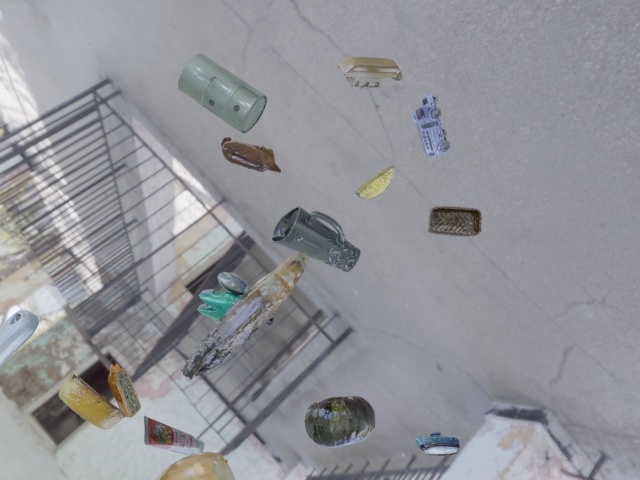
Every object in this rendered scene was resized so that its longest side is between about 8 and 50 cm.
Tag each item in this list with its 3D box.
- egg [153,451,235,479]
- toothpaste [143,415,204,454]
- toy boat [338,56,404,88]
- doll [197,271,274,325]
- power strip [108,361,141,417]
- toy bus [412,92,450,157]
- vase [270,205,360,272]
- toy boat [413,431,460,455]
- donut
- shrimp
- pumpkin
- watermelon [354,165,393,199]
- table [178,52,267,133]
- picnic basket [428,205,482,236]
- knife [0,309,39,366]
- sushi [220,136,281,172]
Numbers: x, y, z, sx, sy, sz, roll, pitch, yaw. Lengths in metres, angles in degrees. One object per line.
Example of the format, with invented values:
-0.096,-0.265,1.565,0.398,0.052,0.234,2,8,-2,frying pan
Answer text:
-0.292,0.588,1.180,0.201,0.244,0.201,56,161,30,egg
-0.441,0.591,1.595,0.234,0.057,0.089,43,-160,-45,toothpaste
0.143,-0.465,1.498,0.057,0.200,0.077,65,149,34,toy boat
-0.291,0.237,1.851,0.258,0.195,0.153,38,-167,-3,doll
-0.511,0.386,1.393,0.028,0.049,0.178,5,120,27,power strip
0.292,-0.302,1.427,0.076,0.073,0.167,-16,133,14,toy bus
0.000,0.000,1.915,0.301,0.156,0.251,29,140,-16,vase
0.340,0.592,1.568,0.061,0.137,0.060,-113,27,-61,toy boat
-0.569,0.401,1.323,0.178,0.065,0.162,23,151,28,donut
-0.163,0.153,1.173,0.071,0.365,0.233,47,165,-10,shrimp
0.064,0.442,1.319,0.107,0.183,0.119,-27,66,58,pumpkin
0.197,-0.220,2.059,0.075,0.181,0.092,42,164,36,watermelon
-0.275,-0.415,1.520,0.220,0.126,0.126,35,153,2,table
0.484,-0.067,1.947,0.193,0.110,0.055,5,174,-3,picnic basket
-0.697,0.280,1.077,0.080,0.331,0.044,19,156,38,knife
-0.131,-0.158,1.008,0.120,0.055,0.052,16,107,21,sushi
